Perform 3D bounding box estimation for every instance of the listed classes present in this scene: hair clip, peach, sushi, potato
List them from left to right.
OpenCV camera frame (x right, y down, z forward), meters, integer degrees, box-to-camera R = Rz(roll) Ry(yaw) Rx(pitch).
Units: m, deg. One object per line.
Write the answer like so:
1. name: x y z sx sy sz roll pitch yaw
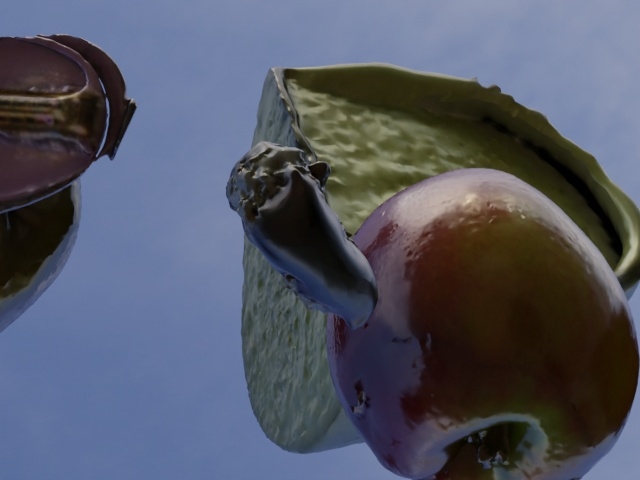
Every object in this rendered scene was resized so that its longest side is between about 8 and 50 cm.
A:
1. hair clip: -0.299 -0.083 1.149 0.359 0.095 0.110 9 -135 6
2. sushi: 0.000 0.000 0.672 0.044 0.046 0.083 -40 -47 -2
3. potato: 0.093 0.034 1.370 0.280 0.212 0.330 1 -137 -19
4. peach: 0.092 0.048 1.022 0.197 0.197 0.197 3 -97 -29

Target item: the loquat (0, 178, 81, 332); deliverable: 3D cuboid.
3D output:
1. loquat: -0.330 -0.021 1.344 0.276 0.284 0.276 13 -108 -44
